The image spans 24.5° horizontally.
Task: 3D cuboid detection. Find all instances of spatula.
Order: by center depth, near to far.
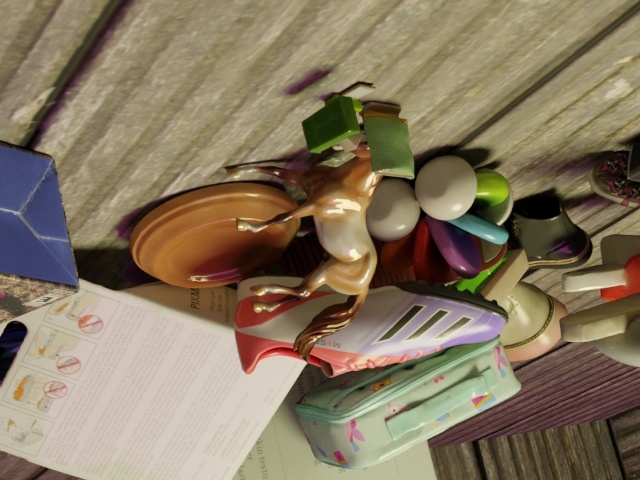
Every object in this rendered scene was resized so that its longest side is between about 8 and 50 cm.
[{"bbox_3d":[-0.107,0.064,1.853,0.296,0.030,0.084,19,129,-38],"label":"spatula"}]

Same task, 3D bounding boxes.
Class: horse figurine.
[{"bbox_3d":[0.000,0.000,1.611,0.175,0.263,0.066,-12,-153,-5],"label":"horse figurine"}]

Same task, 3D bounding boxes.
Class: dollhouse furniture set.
[{"bbox_3d":[0.055,-0.110,1.450,0.152,0.076,0.059,4,157,-45],"label":"dollhouse furniture set"}]

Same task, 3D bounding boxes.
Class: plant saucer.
[{"bbox_3d":[-0.117,0.002,1.692,0.200,0.037,0.200,-11,153,-6],"label":"plant saucer"}]

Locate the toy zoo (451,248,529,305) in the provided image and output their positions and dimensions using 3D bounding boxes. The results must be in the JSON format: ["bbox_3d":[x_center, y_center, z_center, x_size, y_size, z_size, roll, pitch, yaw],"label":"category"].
[{"bbox_3d":[0.112,0.078,1.981,0.293,0.030,0.192,-7,-159,33],"label":"toy zoo"}]

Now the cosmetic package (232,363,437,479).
[{"bbox_3d":[-0.083,0.277,2.199,0.394,0.329,0.327,-8,163,-16],"label":"cosmetic package"}]

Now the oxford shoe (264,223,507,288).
[{"bbox_3d":[0.069,0.042,1.878,0.348,0.123,0.130,-9,168,-28],"label":"oxford shoe"}]

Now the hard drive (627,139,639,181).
[{"bbox_3d":[0.510,-0.118,1.839,0.255,0.054,0.172,1,158,-42],"label":"hard drive"}]

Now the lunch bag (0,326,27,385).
[{"bbox_3d":[-0.455,0.199,2.028,0.293,0.138,0.221,12,154,-38],"label":"lunch bag"}]

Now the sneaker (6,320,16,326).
[{"bbox_3d":[-0.435,0.112,1.834,0.166,0.065,0.076,-24,165,38],"label":"sneaker"}]

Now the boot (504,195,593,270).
[{"bbox_3d":[0.256,-0.011,2.010,0.198,0.076,0.137,-13,148,20],"label":"boot"}]

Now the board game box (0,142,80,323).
[{"bbox_3d":[-0.415,0.015,1.368,0.291,0.141,0.232,-22,162,25],"label":"board game box"}]

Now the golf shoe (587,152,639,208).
[{"bbox_3d":[0.395,-0.067,1.895,0.186,0.067,0.086,2,159,-44],"label":"golf shoe"}]

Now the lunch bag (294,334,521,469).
[{"bbox_3d":[0.119,0.202,1.970,0.279,0.107,0.224,-26,-176,-18],"label":"lunch bag"}]

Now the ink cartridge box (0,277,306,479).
[{"bbox_3d":[-0.248,0.164,1.829,0.385,0.091,0.308,22,123,-17],"label":"ink cartridge box"}]

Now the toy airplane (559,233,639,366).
[{"bbox_3d":[0.497,0.074,1.868,0.386,0.272,0.384,-22,170,8],"label":"toy airplane"}]

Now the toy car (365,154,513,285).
[{"bbox_3d":[0.144,-0.014,1.742,0.182,0.136,0.159,-22,162,26],"label":"toy car"}]

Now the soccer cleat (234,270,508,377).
[{"bbox_3d":[0.058,0.108,1.714,0.318,0.116,0.108,4,162,-4],"label":"soccer cleat"}]

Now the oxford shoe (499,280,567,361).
[{"bbox_3d":[0.197,0.128,2.363,0.397,0.140,0.146,-21,132,39],"label":"oxford shoe"}]
